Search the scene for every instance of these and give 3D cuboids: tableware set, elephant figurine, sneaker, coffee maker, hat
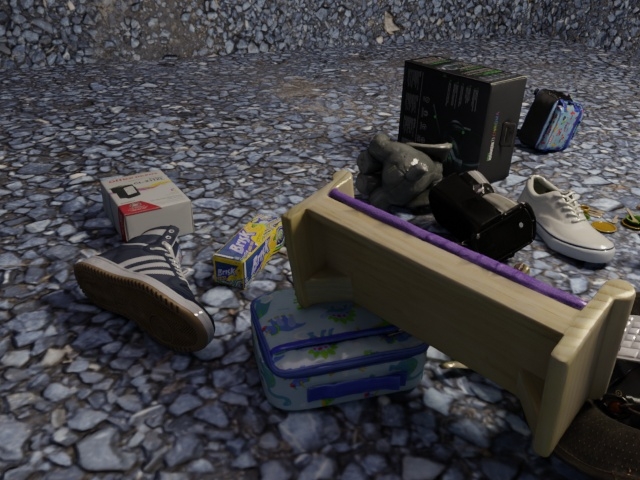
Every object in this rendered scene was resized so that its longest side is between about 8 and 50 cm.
[{"bbox_3d":[0.594,-0.041,1.153,0.154,0.024,0.104,21,35,30],"label":"tableware set"},{"bbox_3d":[0.205,-0.147,1.201,0.239,0.169,0.186,-5,50,-37],"label":"elephant figurine"},{"bbox_3d":[-0.226,0.060,0.854,0.282,0.099,0.153,18,35,33],"label":"sneaker"},{"bbox_3d":[0.272,-0.043,1.043,0.171,0.120,0.178,-10,30,-16],"label":"coffee maker"},{"bbox_3d":[0.389,0.181,0.601,0.331,0.134,0.331,-22,16,7],"label":"hat"},{"bbox_3d":[0.459,-0.047,1.086,0.094,0.091,0.258,-8,30,-16],"label":"sneaker"}]

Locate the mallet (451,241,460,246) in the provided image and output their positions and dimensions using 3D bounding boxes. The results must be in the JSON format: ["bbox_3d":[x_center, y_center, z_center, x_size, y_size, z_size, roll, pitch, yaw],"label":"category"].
[{"bbox_3d":[0.164,-0.003,1.010,0.189,0.039,0.062,5,26,36],"label":"mallet"}]

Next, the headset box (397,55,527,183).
[{"bbox_3d":[0.330,-0.286,1.352,0.131,0.247,0.283,-19,34,-32],"label":"headset box"}]

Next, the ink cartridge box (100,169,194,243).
[{"bbox_3d":[-0.338,-0.066,1.102,0.127,0.073,0.175,-17,34,-28],"label":"ink cartridge box"}]

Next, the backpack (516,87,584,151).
[{"bbox_3d":[0.638,-0.320,1.539,0.173,0.158,0.117,-4,35,-34],"label":"backpack"}]

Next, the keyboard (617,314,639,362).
[{"bbox_3d":[0.292,0.109,0.699,0.072,0.014,0.256,-34,19,-33],"label":"keyboard"}]

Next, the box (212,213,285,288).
[{"bbox_3d":[-0.119,0.015,0.986,0.059,0.054,0.169,11,31,17],"label":"box"}]

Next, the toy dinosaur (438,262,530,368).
[{"bbox_3d":[0.279,0.120,0.810,0.118,0.064,0.268,4,28,37],"label":"toy dinosaur"}]

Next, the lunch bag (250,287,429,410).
[{"bbox_3d":[0.023,0.130,0.751,0.218,0.090,0.176,-7,33,-12],"label":"lunch bag"}]

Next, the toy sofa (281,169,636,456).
[{"bbox_3d":[0.141,0.045,0.635,0.362,0.150,0.177,28,51,38],"label":"toy sofa"}]

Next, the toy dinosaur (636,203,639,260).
[{"bbox_3d":[0.629,0.018,0.985,0.211,0.112,0.064,38,6,-8],"label":"toy dinosaur"}]
